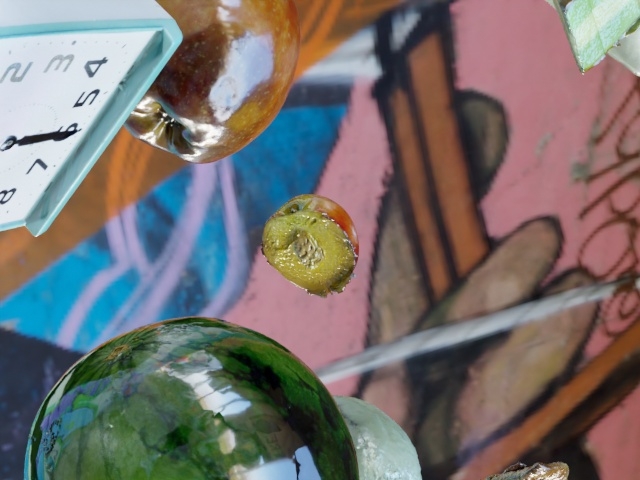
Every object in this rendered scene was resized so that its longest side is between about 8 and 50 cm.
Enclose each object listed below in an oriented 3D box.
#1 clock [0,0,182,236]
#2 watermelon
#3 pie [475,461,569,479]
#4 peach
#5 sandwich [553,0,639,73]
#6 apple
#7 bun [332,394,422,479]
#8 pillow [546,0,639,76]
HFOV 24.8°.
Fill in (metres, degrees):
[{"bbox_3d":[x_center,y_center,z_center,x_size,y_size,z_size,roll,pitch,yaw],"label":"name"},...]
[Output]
[{"bbox_3d":[-0.275,-0.110,1.203,0.116,0.231,0.262,51,-56,17],"label":"clock"},{"bbox_3d":[-0.091,0.175,1.049,0.242,0.242,0.242,17,-67,47],"label":"watermelon"},{"bbox_3d":[0.186,0.254,1.462,0.191,0.088,0.033,-36,-132,45],"label":"pie"},{"bbox_3d":[0.000,-0.001,1.290,0.098,0.061,0.098,15,-47,17],"label":"peach"},{"bbox_3d":[0.173,-0.187,1.076,0.116,0.074,0.074,35,-18,44],"label":"sandwich"},{"bbox_3d":[-0.130,-0.197,1.535,0.230,0.230,0.230,17,-67,47],"label":"apple"},{"bbox_3d":[0.015,0.249,1.382,0.221,0.108,0.221,-34,-134,44],"label":"bun"},{"bbox_3d":[0.188,-0.332,1.161,0.310,0.119,0.312,45,-37,34],"label":"pillow"}]
